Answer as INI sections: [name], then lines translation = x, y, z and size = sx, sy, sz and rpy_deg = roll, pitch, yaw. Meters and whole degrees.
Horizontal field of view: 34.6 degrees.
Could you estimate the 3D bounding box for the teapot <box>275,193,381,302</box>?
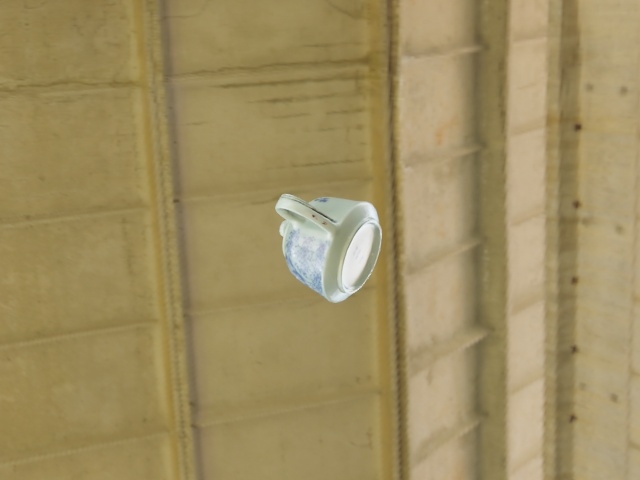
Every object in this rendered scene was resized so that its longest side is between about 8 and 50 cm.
[teapot]
translation = 0.000, 0.000, 1.542
size = 0.159, 0.159, 0.232
rpy_deg = -56, -27, -13
